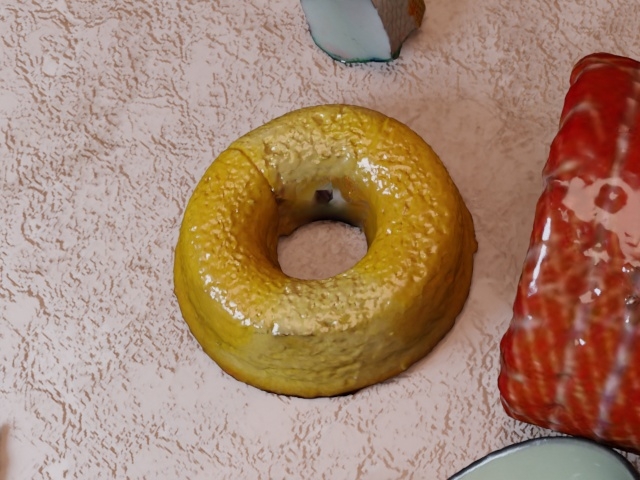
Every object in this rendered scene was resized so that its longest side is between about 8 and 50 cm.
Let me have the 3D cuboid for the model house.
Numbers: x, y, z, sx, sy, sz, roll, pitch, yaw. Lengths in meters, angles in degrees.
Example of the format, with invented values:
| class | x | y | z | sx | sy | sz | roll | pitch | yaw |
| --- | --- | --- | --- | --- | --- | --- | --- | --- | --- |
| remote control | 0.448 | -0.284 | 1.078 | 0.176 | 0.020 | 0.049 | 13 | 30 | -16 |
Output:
| class | x | y | z | sx | sy | sz | roll | pitch | yaw |
| --- | --- | --- | --- | --- | --- | --- | --- | --- | --- |
| model house | 0.049 | -0.242 | 1.946 | 0.100 | 0.088 | 0.100 | 4 | 41 | 39 |

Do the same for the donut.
| class | x | y | z | sx | sy | sz | roll | pitch | yaw |
| --- | --- | --- | --- | --- | --- | --- | --- | --- | --- |
| donut | 0.000 | 0.000 | 1.842 | 0.302 | 0.110 | 0.303 | -1 | 69 | 3 |

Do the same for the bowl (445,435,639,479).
| class | x | y | z | sx | sy | sz | roll | pitch | yaw |
| --- | --- | --- | --- | --- | --- | --- | --- | --- | --- |
| bowl | 0.189 | 0.361 | 1.621 | 0.185 | 0.354 | 0.354 | 43 | 74 | -27 |

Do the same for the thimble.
| class | x | y | z | sx | sy | sz | roll | pitch | yaw |
| --- | --- | --- | --- | --- | --- | --- | --- | --- | --- |
| thimble | 0.291 | 0.026 | 1.681 | 0.230 | 0.350 | 0.350 | 14 | 72 | 8 |
